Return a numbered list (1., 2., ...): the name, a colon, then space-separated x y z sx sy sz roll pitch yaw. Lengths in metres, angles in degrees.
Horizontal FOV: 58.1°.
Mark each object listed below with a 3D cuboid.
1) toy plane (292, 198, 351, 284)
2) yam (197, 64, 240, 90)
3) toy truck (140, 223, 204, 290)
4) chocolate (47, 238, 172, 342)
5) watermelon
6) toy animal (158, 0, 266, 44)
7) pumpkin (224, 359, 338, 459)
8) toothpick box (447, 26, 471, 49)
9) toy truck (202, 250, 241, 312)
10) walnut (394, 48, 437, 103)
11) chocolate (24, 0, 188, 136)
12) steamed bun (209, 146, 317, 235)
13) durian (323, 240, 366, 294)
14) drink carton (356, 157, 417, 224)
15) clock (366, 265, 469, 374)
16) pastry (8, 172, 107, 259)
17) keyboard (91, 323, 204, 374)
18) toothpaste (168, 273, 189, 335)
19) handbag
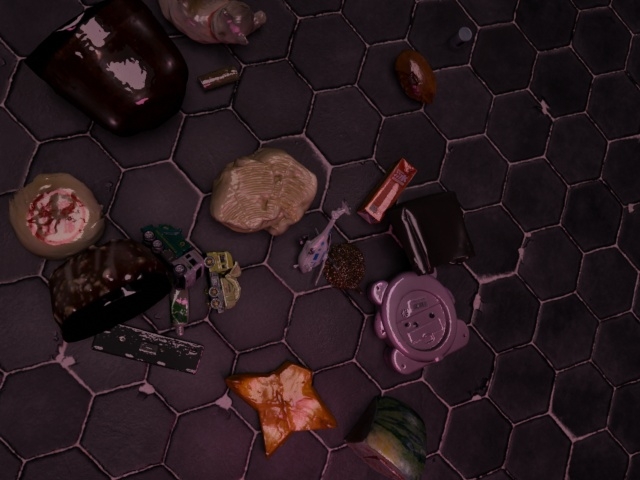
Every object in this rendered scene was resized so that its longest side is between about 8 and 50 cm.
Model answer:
1. toy plane: 0.005 0.007 1.788 0.107 0.273 0.182 2 59 -31
2. yam: -0.319 -0.514 1.821 0.132 0.054 0.054 -23 92 -13
3. toy truck: -0.434 0.037 1.711 0.216 0.110 0.116 42 57 17
4. chocolate: -0.606 0.117 1.615 0.340 0.225 0.210 -28 73 3
5. watermelon: 0.217 0.646 1.852 0.213 0.201 0.261 41 36 -7
6. toy animal: -0.344 -0.696 1.722 0.266 0.188 0.308 -21 134 15
7. pumpkin: -0.121 0.499 1.786 0.258 0.095 0.290 -25 89 -10
8. toothpick box: 0.486 -0.705 2.013 0.052 0.083 0.052 1 86 -13
9. toy truck: -0.299 0.122 1.771 0.116 0.085 0.191 -9 90 -24
10. walnut: 0.327 -0.553 1.958 0.116 0.116 0.207 -38 103 -13
11. chocolate: -0.562 -0.461 1.632 0.384 0.384 0.331 -39 110 -13
12. steamed bun: -0.184 -0.147 1.762 0.276 0.203 0.289 37 93 -18
13. durian: 0.092 0.093 1.864 0.148 0.091 0.188 -28 95 -14
14. drink carton: 0.219 -0.163 1.908 0.071 0.096 0.223 39 79 -8
15. clock: 0.313 0.249 1.899 0.296 0.113 0.322 -23 90 -14
16. pastry: -0.752 -0.069 1.650 0.265 0.133 0.264 2 82 -12
17. keyboard: -0.516 0.317 1.735 0.317 0.027 0.106 18 86 -12
18. toothpaste: -0.431 0.164 1.756 0.078 0.047 0.247 -2 84 -7
19. handbag: 0.364 -0.023 1.875 0.285 0.113 0.257 -14 78 -37
